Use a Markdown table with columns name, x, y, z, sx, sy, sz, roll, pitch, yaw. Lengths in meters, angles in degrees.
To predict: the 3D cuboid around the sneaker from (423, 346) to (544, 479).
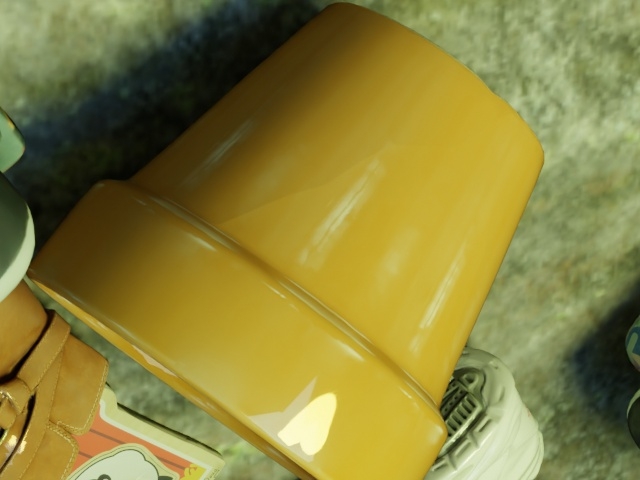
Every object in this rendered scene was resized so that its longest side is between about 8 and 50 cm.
| name | x | y | z | sx | sy | sz | roll | pitch | yaw |
| --- | --- | --- | --- | --- | --- | --- | --- | --- | --- |
| sneaker | 0.043 | 0.174 | 1.075 | 0.232 | 0.090 | 0.115 | -42 | 133 | 4 |

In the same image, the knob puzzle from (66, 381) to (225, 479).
| name | x | y | z | sx | sy | sz | roll | pitch | yaw |
| --- | --- | --- | --- | --- | --- | --- | --- | --- | --- |
| knob puzzle | -0.165 | 0.154 | 0.988 | 0.213 | 0.030 | 0.213 | -13 | 125 | -20 |

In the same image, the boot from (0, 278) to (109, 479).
| name | x | y | z | sx | sy | sz | roll | pitch | yaw |
| --- | --- | --- | --- | --- | --- | --- | --- | --- | --- |
| boot | -0.191 | 0.099 | 0.885 | 0.152 | 0.073 | 0.197 | 41 | 78 | -40 |

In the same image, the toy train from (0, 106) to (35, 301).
| name | x | y | z | sx | sy | sz | roll | pitch | yaw |
| --- | --- | --- | --- | --- | --- | --- | --- | --- | --- |
| toy train | -0.227 | -0.097 | 0.689 | 0.142 | 0.190 | 0.334 | -37 | 130 | -1 |

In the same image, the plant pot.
| name | x | y | z | sx | sy | sz | roll | pitch | yaw |
| --- | --- | --- | --- | --- | --- | --- | --- | --- | --- |
| plant pot | 0.000 | 0.000 | 0.883 | 0.188 | 0.205 | 0.205 | -54 | 130 | -8 |

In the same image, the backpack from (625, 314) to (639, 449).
| name | x | y | z | sx | sy | sz | roll | pitch | yaw |
| --- | --- | --- | --- | --- | --- | --- | --- | --- | --- |
| backpack | 0.320 | 0.072 | 1.085 | 0.253 | 0.191 | 0.225 | -44 | 133 | 13 |
